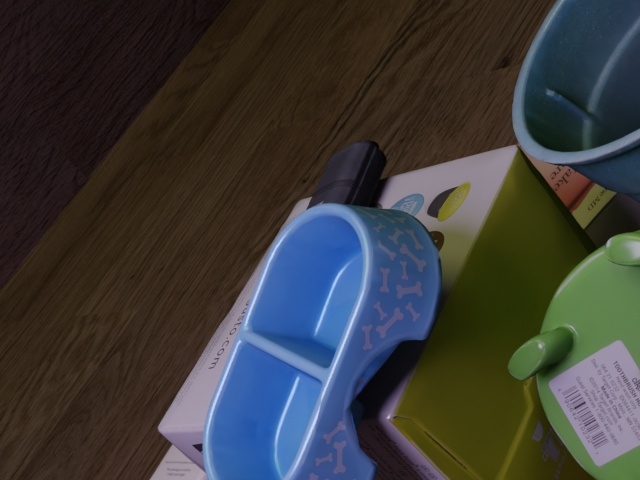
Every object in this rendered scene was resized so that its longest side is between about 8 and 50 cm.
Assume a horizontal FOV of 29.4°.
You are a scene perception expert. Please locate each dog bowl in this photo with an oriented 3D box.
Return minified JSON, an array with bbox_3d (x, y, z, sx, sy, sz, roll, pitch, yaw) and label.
[{"bbox_3d":[-0.007,0.103,1.032,0.166,0.074,0.297,21,89,50],"label":"dog bowl"}]

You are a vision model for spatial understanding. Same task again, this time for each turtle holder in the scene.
[{"bbox_3d":[0.345,0.073,1.072,0.243,0.227,0.320,34,117,31],"label":"turtle holder"}]

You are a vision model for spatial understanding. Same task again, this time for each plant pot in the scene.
[{"bbox_3d":[0.428,-0.130,1.188,0.341,0.334,0.341,-45,25,27],"label":"plant pot"}]

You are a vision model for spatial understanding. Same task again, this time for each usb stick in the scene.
[{"bbox_3d":[0.000,0.000,1.235,0.077,0.045,0.278,-18,33,38],"label":"usb stick"}]

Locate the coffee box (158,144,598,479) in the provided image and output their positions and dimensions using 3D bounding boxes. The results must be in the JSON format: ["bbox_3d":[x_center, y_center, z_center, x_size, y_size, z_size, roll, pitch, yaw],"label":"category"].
[{"bbox_3d":[0.115,0.157,1.276,0.334,0.338,0.337,-12,39,46],"label":"coffee box"}]

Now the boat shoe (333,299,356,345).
[{"bbox_3d":[0.042,0.059,1.096,0.133,0.042,0.049,-42,30,2],"label":"boat shoe"}]

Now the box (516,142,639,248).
[{"bbox_3d":[0.339,-0.062,1.490,0.148,0.127,0.232,-52,27,19],"label":"box"}]

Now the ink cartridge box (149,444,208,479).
[{"bbox_3d":[-0.070,0.279,1.506,0.115,0.198,0.272,-11,39,50],"label":"ink cartridge box"}]
